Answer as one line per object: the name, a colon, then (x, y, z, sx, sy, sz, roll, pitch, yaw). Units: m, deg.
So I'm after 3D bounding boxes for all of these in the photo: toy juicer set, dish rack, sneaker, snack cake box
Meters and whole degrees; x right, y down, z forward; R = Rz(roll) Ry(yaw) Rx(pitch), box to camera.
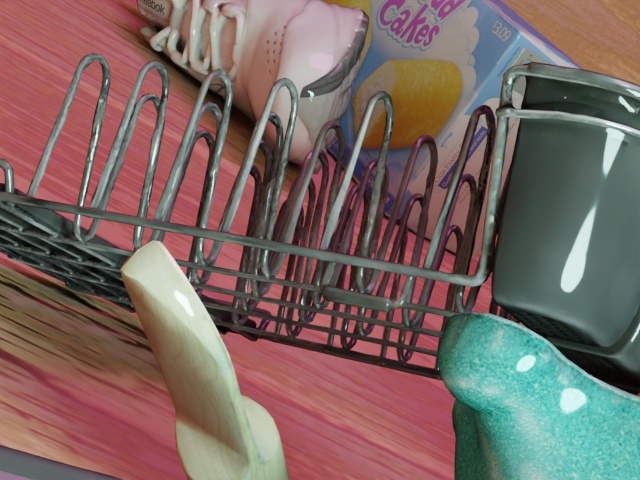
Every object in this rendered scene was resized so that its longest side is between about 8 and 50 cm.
toy juicer set: (0.083, 0.088, 0.546, 0.329, 0.089, 0.209, 30, -20, -6)
dish rack: (0.000, 0.000, 0.613, 0.271, 0.074, 0.208, 10, -13, 26)
sneaker: (-0.053, -0.126, 1.207, 0.129, 0.111, 0.297, 15, 15, -18)
snack cake box: (0.066, -0.121, 1.332, 0.089, 0.152, 0.264, 27, 15, -35)

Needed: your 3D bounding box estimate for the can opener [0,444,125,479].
can opener: (-0.047, 0.102, 0.403, 0.283, 0.095, 0.076, 20, 47, -28)
